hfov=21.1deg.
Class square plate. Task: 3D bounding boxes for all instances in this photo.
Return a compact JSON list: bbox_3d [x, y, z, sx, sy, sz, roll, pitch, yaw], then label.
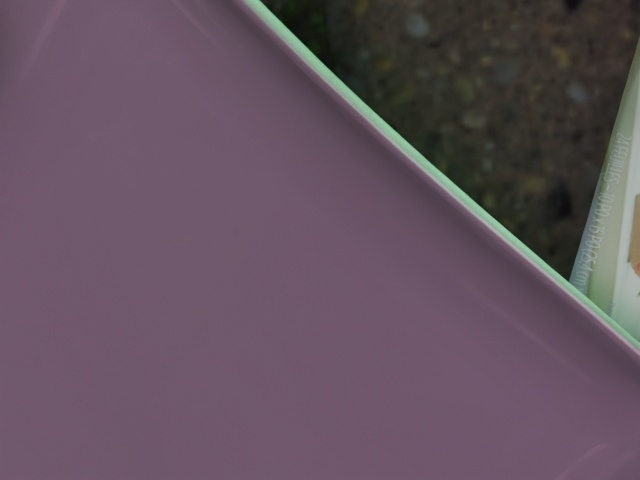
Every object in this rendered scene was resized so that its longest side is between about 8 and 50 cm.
[{"bbox_3d":[-0.069,0.072,0.698,0.347,0.049,0.344,44,114,15],"label":"square plate"}]

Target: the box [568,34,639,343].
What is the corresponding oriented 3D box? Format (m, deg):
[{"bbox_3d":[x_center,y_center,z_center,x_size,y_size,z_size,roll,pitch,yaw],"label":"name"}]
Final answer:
[{"bbox_3d":[0.168,-0.104,0.675,0.063,0.067,0.324,16,91,16],"label":"box"}]
